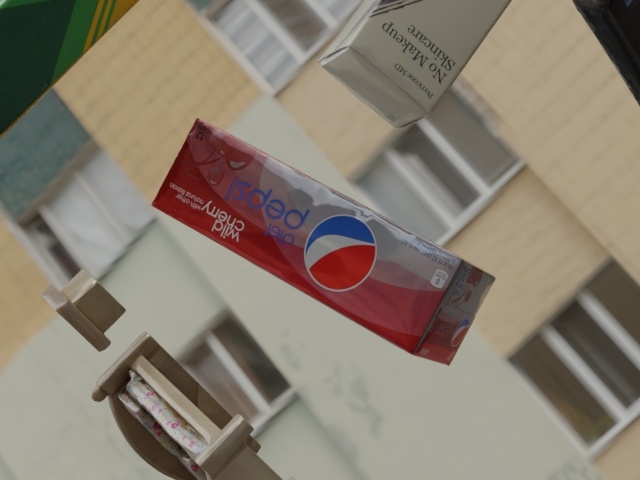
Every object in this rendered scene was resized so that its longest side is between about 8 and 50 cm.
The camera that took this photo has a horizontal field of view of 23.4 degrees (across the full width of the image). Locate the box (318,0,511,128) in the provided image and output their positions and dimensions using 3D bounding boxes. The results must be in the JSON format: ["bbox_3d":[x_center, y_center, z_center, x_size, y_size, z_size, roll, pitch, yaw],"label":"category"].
[{"bbox_3d":[0.126,-0.251,1.517,0.275,0.113,0.094,-56,13,-16],"label":"box"}]

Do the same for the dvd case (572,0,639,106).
[{"bbox_3d":[0.203,-0.092,0.618,0.180,0.022,0.253,-52,-43,-6],"label":"dvd case"}]

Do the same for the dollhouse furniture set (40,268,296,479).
[{"bbox_3d":[-0.064,0.225,1.016,0.174,0.303,0.355,-46,-64,-8],"label":"dollhouse furniture set"}]

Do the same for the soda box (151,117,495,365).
[{"bbox_3d":[0.000,0.000,1.220,0.083,0.263,0.092,-63,-26,2],"label":"soda box"}]

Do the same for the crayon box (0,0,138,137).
[{"bbox_3d":[-0.249,-0.212,1.331,0.323,0.203,0.083,-50,-59,-30],"label":"crayon box"}]
